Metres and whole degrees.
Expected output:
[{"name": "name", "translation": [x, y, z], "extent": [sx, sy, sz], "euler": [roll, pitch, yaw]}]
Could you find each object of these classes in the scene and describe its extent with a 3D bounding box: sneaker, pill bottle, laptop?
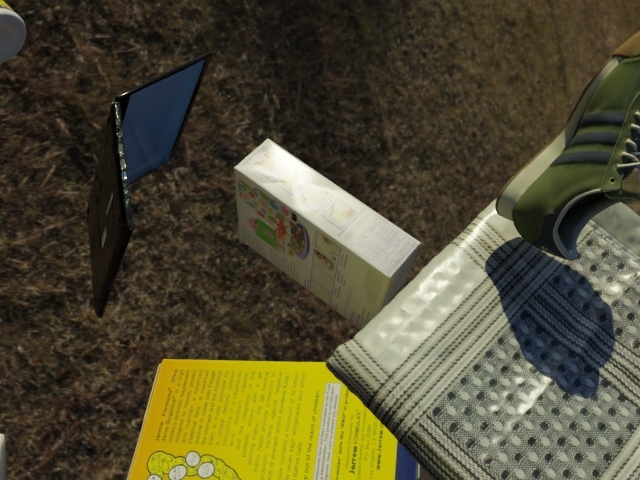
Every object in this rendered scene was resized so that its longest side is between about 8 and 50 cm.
[{"name": "sneaker", "translation": [0.230, -0.066, 0.497], "extent": [0.064, 0.192, 0.086], "euler": [11, 35, -41]}, {"name": "pill bottle", "translation": [-0.689, -0.452, 1.231], "extent": [0.208, 0.119, 0.119], "euler": [42, 37, 13]}, {"name": "laptop", "translation": [-0.213, -0.069, 0.799], "extent": [0.137, 0.234, 0.264], "euler": [0, 61, -27]}]

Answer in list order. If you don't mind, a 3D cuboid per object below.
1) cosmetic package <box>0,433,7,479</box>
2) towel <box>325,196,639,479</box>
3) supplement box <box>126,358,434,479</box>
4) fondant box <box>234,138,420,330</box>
[{"name": "cosmetic package", "translation": [-0.551, 0.467, 0.888], "extent": [0.155, 0.365, 0.196], "euler": [3, 111, -17]}, {"name": "towel", "translation": [0.224, 0.104, 0.531], "extent": [0.324, 0.312, 0.056], "euler": [-38, 155, -21]}, {"name": "supplement box", "translation": [-0.033, 0.281, 0.810], "extent": [0.194, 0.357, 0.195], "euler": [62, 31, -52]}, {"name": "fondant box", "translation": [0.000, 0.000, 1.128], "extent": [0.096, 0.330, 0.238], "euler": [-48, 163, -26]}]
